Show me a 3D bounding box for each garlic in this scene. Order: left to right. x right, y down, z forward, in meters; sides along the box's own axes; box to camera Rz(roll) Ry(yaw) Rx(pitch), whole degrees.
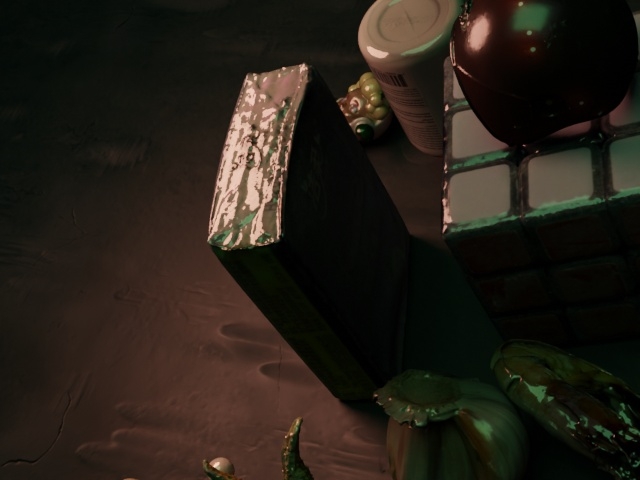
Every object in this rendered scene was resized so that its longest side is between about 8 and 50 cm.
[{"bbox_3d":[0.129,0.261,1.462,0.207,0.207,0.257,20,60,37],"label":"garlic"}]

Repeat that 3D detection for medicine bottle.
[{"bbox_3d":[0.173,-0.224,1.754,0.157,0.289,0.157,-14,51,18],"label":"medicine bottle"}]

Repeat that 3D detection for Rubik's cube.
[{"bbox_3d":[0.337,-0.070,1.544,0.303,0.305,0.301,-9,54,21],"label":"Rubik's cube"}]

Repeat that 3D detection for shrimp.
[{"bbox_3d":[0.333,0.208,1.459,0.289,0.178,0.075,33,119,45],"label":"shrimp"}]

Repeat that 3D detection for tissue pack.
[{"bbox_3d":[0.000,0.000,1.611,0.124,0.394,0.288,-9,52,22],"label":"tissue pack"}]

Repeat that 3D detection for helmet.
[{"bbox_3d":[0.257,-0.223,1.392,0.216,0.193,0.189,14,57,2],"label":"helmet"}]

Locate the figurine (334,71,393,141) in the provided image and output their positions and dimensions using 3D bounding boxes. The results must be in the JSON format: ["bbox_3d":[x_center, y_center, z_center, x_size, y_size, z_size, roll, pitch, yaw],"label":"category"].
[{"bbox_3d":[0.040,-0.183,1.928,0.197,0.093,0.147,-39,37,-2],"label":"figurine"}]

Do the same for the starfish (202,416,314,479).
[{"bbox_3d":[-0.033,0.362,1.439,0.293,0.084,0.301,48,117,4],"label":"starfish"}]

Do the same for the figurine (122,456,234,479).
[{"bbox_3d":[-0.147,0.392,1.586,0.256,0.144,0.182,2,38,32],"label":"figurine"}]
